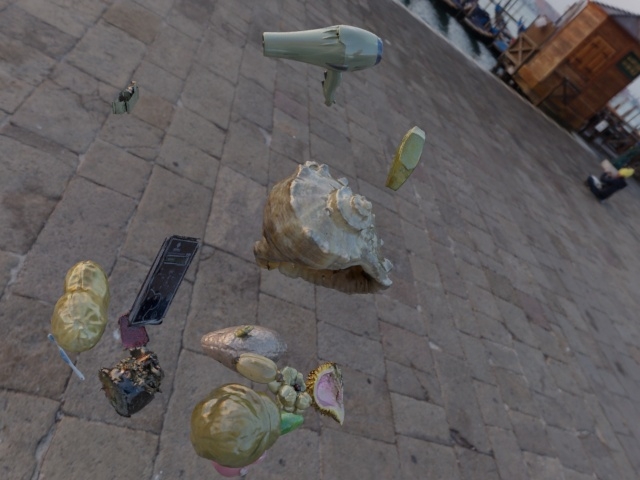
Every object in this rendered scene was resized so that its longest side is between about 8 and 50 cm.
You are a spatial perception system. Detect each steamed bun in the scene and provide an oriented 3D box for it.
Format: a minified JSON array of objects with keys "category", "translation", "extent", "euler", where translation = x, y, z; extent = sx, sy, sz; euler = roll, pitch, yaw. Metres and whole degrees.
[{"category":"steamed bun","translation":[-0.120,0.578,1.749],"extent":[0.192,0.106,0.177],"euler":[35,15,-37]}]

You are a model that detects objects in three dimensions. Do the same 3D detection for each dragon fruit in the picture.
[{"category":"dragon fruit","translation":[-0.710,0.332,1.671],"extent":[0.102,0.096,0.147],"euler":[-7,91,-35]}]

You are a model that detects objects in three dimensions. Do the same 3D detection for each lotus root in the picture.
[{"category":"lotus root","translation":[-0.162,0.336,1.164],"extent":[0.151,0.062,0.073],"euler":[25,13,-9]}]

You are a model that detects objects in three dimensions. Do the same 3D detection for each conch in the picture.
[{"category":"conch","translation":[0.009,-0.015,0.880],"extent":[0.297,0.352,0.210],"euler":[38,72,-21]}]

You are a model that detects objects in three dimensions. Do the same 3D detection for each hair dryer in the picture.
[{"category":"hair dryer","translation":[-0.026,-0.464,1.171],"extent":[0.296,0.298,0.118],"euler":[7,70,-27]}]

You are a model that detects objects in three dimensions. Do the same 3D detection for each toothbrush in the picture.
[{"category":"toothbrush","translation":[-0.708,0.326,1.239],"extent":[0.162,0.014,0.017],"euler":[61,6,-17]}]

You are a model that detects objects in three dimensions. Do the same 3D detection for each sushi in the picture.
[{"category":"sushi","translation":[-0.716,0.539,1.724],"extent":[0.239,0.225,0.219],"euler":[35,44,13]}]

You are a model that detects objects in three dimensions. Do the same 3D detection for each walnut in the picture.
[{"category":"walnut","translation":[-0.288,0.624,1.502],"extent":[0.282,0.277,0.253],"euler":[55,40,-48]}]

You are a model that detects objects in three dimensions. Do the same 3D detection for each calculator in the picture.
[{"category":"calculator","translation":[-0.422,0.110,1.210],"extent":[0.028,0.274,0.166],"euler":[27,3,16]}]

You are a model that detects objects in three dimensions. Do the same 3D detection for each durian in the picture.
[{"category":"durian","translation":[-0.006,0.735,2.141],"extent":[0.186,0.196,0.304],"euler":[-23,105,-38]}]

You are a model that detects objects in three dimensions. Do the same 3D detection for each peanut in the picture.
[{"category":"peanut","translation":[-0.668,0.180,1.256],"extent":[0.147,0.147,0.305],"euler":[22,26,-27]}]

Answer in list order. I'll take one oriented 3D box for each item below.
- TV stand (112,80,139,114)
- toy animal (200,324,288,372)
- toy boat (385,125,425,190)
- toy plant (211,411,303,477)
[{"category":"TV stand","translation":[-0.544,-0.407,1.257],"extent":[0.042,0.036,0.249],"euler":[0,31,-13]},{"category":"toy animal","translation":[-0.275,0.427,1.748],"extent":[0.359,0.227,0.188],"euler":[7,79,-33]},{"category":"toy boat","translation":[0.210,-0.203,1.089],"extent":[0.065,0.066,0.172],"euler":[27,78,-7]},{"category":"toy plant","translation":[-0.281,0.833,1.894],"extent":[0.210,0.356,0.317],"euler":[48,3,33]}]
